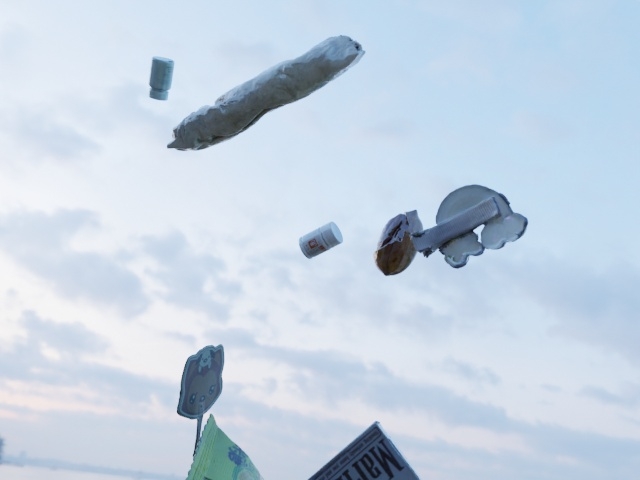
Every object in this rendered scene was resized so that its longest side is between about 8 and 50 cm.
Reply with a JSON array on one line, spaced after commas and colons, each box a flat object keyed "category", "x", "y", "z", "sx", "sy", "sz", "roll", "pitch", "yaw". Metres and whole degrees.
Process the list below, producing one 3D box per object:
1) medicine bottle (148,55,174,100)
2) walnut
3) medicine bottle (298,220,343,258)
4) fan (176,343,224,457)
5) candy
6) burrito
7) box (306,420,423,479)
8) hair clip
[{"category": "medicine bottle", "x": -0.330, "y": -0.335, "z": 1.289, "sx": 0.047, "sy": 0.047, "sz": 0.083, "roll": 12, "pitch": -67, "yaw": -5}, {"category": "walnut", "x": 0.219, "y": 0.003, "z": 1.722, "sx": 0.115, "sy": 0.207, "sz": 0.116, "roll": 28, "pitch": -7, "yaw": 4}, {"category": "medicine bottle", "x": 0.000, "y": 0.000, "z": 1.408, "sx": 0.089, "sy": 0.057, "sz": 0.057, "roll": -27, "pitch": -34, "yaw": 19}, {"category": "fan", "x": -0.221, "y": 0.301, "z": 1.155, "sx": 0.009, "sy": 0.220, "sz": 0.132, "roll": 11, "pitch": 8, "yaw": 27}, {"category": "candy", "x": -0.146, "y": 0.439, "z": 1.096, "sx": 0.069, "sy": 0.149, "sz": 0.246, "roll": -27, "pitch": -66, "yaw": 18}, {"category": "burrito", "x": -0.099, "y": -0.258, "z": 1.108, "sx": 0.392, "sy": 0.117, "sz": 0.076, "roll": -24, "pitch": -70, "yaw": 18}, {"category": "box", "x": 0.054, "y": 0.367, "z": 0.915, "sx": 0.177, "sy": 0.115, "sz": 0.036, "roll": -42, "pitch": -27, "yaw": 4}, {"category": "hair clip", "x": 0.224, "y": -0.025, "z": 0.961, "sx": 0.172, "sy": 0.116, "sz": 0.049, "roll": -28, "pitch": -16, "yaw": 22}]
